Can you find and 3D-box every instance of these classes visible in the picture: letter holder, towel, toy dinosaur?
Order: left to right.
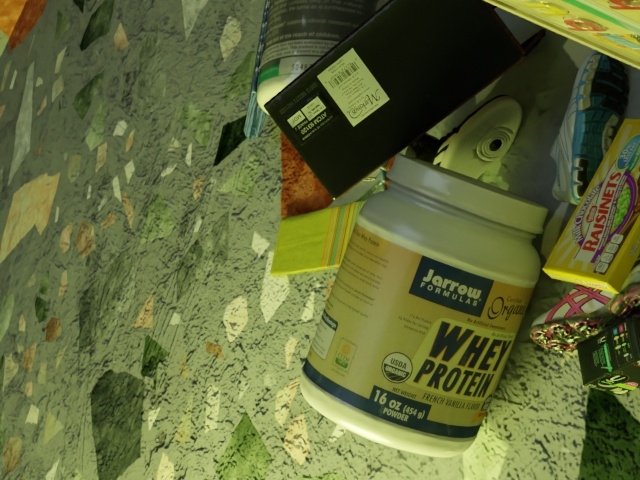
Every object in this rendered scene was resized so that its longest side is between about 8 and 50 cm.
[{"bbox_3d":[-0.077,-0.350,2.009,0.243,0.040,0.336,122,157,-75],"label":"towel"},{"bbox_3d":[0.000,0.000,1.895,0.237,0.021,0.102,-10,63,55],"label":"towel"},{"bbox_3d":[0.092,-0.095,1.780,0.090,0.047,0.082,-33,69,32],"label":"toy dinosaur"},{"bbox_3d":[0.115,-0.217,1.565,0.302,0.214,0.152,-36,92,25],"label":"letter holder"}]

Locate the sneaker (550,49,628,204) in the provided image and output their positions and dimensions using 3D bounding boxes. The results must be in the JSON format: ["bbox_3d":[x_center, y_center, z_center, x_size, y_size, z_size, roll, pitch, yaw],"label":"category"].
[{"bbox_3d":[0.305,-0.132,1.453,0.083,0.071,0.191,0,77,62],"label":"sneaker"}]

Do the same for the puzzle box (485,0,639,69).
[{"bbox_3d":[0.337,-0.193,1.118,0.272,0.409,0.052,20,94,58],"label":"puzzle box"}]

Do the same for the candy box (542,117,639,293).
[{"bbox_3d":[0.331,-0.042,1.358,0.206,0.027,0.105,-60,29,-10],"label":"candy box"}]

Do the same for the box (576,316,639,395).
[{"bbox_3d":[0.326,0.124,1.317,0.083,0.062,0.052,-36,48,44],"label":"box"}]

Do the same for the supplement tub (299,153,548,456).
[{"bbox_3d":[0.127,0.075,1.482,0.228,0.228,0.316,31,103,56],"label":"supplement tub"}]

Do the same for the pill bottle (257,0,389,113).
[{"bbox_3d":[0.027,-0.356,1.828,0.204,0.204,0.361,-11,68,54],"label":"pill bottle"}]

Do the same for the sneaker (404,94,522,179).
[{"bbox_3d":[0.172,-0.128,1.635,0.217,0.079,0.121,-56,37,27],"label":"sneaker"}]

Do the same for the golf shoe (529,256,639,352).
[{"bbox_3d":[0.313,0.068,1.367,0.186,0.067,0.086,-27,40,40],"label":"golf shoe"}]
